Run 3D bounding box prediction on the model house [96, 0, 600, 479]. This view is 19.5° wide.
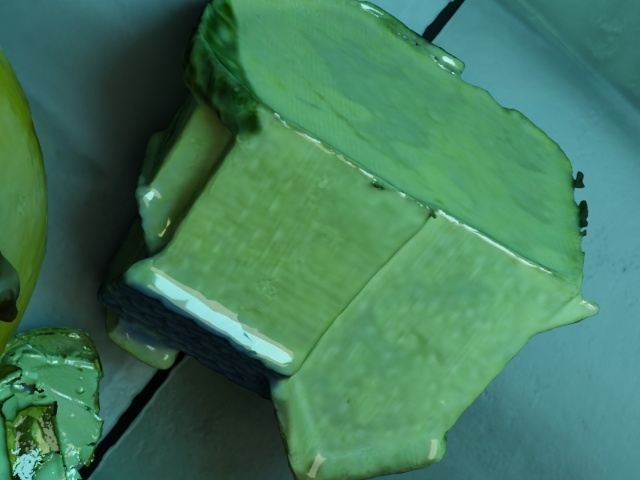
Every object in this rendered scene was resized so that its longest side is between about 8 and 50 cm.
[{"bbox_3d":[0.000,0.000,1.338,0.321,0.261,0.266,30,115,-10],"label":"model house"}]

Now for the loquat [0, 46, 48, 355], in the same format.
[{"bbox_3d":[-0.304,-0.013,1.109,0.328,0.359,0.328,-14,111,-39],"label":"loquat"}]

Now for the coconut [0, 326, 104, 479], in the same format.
[{"bbox_3d":[-0.210,0.133,1.345,0.133,0.055,0.158,10,97,-24],"label":"coconut"}]
